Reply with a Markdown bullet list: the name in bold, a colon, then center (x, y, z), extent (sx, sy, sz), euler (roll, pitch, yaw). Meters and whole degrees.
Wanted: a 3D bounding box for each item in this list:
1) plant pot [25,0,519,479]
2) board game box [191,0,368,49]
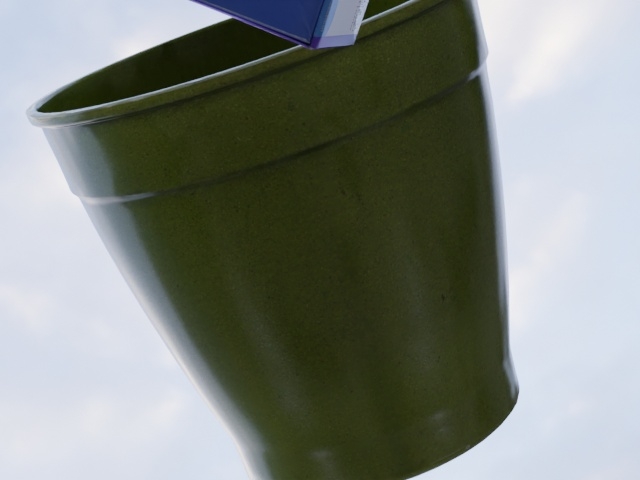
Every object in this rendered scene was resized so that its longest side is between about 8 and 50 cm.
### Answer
- **plant pot**: center (0.000, 0.000, 1.266), extent (0.366, 0.366, 0.353), euler (-25, -74, -24)
- **board game box**: center (-0.112, -0.264, 0.784), extent (0.233, 0.347, 0.078), euler (-70, -13, 14)
